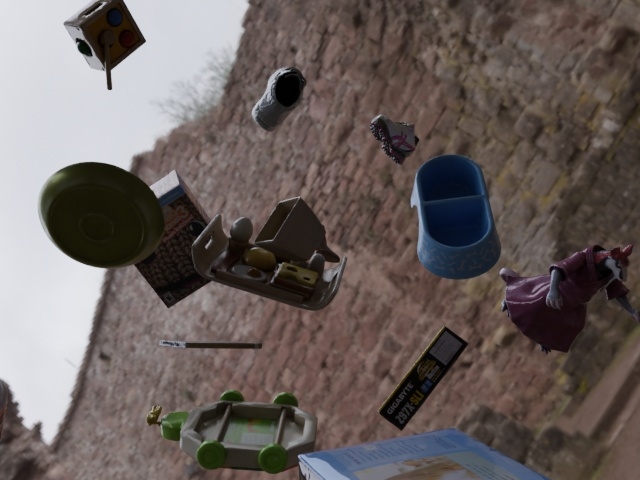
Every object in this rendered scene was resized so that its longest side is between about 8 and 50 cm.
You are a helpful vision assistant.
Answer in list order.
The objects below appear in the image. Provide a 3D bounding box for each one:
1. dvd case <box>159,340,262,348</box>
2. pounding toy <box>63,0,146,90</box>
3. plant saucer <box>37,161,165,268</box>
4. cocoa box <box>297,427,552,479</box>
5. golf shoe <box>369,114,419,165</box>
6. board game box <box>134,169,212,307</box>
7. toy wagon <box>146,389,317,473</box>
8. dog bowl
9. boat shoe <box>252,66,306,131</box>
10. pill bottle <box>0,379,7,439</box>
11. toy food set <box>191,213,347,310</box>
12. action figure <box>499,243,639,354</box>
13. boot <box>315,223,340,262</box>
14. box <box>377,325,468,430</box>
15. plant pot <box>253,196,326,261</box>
[{"bbox_3d":[-0.289,0.274,2.146,0.221,0.164,0.018,5,-97,-34],"label":"dvd case"},{"bbox_3d":[-0.430,-0.399,1.639,0.141,0.100,0.130,-47,-46,-23],"label":"pounding toy"},{"bbox_3d":[-0.416,-0.035,1.538,0.037,0.240,0.241,-90,19,-55],"label":"plant saucer"},{"bbox_3d":[0.134,0.367,0.885,0.347,0.231,0.228,-173,79,-71],"label":"cocoa box"},{"bbox_3d":[0.166,-0.240,1.813,0.086,0.067,0.186,-46,-27,1],"label":"golf shoe"},{"bbox_3d":[-0.415,-0.003,2.278,0.232,0.291,0.141,-33,27,0],"label":"board game box"},{"bbox_3d":[-0.180,0.385,1.659,0.267,0.344,0.068,-75,-13,-78],"label":"toy wagon"},{"bbox_3d":[0.269,-0.059,1.648,0.074,0.165,0.297,77,-172,-47],"label":"dog bowl"},{"bbox_3d":[-0.064,-0.296,1.620,0.081,0.079,0.228,-38,18,34],"label":"boat shoe"},{"bbox_3d":[-0.536,0.281,1.268,0.086,0.086,0.152,-39,-19,-47],"label":"pill bottle"},{"bbox_3d":[-0.100,0.034,1.721,0.220,0.306,0.093,-70,-4,-70],"label":"toy food set"},{"bbox_3d":[0.648,0.115,2.048,0.370,0.248,0.276,-52,21,37],"label":"action figure"},{"bbox_3d":[0.000,0.000,2.027,0.042,0.118,0.087,-48,24,48],"label":"boot"},{"bbox_3d":[0.253,0.342,2.024,0.257,0.079,0.322,-53,-11,-3],"label":"box"},{"bbox_3d":[-0.055,-0.014,1.674,0.109,0.096,0.109,-59,21,-17],"label":"plant pot"}]
